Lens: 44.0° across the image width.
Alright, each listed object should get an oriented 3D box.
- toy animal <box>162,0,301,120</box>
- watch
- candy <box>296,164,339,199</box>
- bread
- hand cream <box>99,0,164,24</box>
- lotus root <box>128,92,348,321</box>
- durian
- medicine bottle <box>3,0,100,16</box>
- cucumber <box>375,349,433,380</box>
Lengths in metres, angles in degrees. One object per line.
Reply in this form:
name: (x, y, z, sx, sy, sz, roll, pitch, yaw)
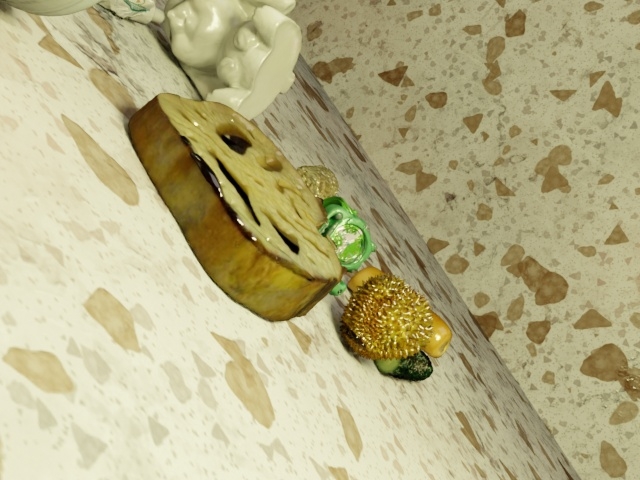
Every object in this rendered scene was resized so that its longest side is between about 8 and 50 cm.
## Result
toy animal: (-0.185, -0.378, 1.513, 0.265, 0.271, 0.206, 34, 18, 19)
watch: (0.000, 0.000, 1.393, 0.131, 0.165, 0.152, 46, -10, -30)
candy: (-0.011, -0.127, 1.816, 0.095, 0.085, 0.110, 50, 20, 24)
bread: (0.159, 0.136, 1.569, 0.239, 0.074, 0.092, 39, 4, 26)
hand cream: (-0.347, -0.425, 1.346, 0.257, 0.050, 0.084, 11, 66, -69)
lotus root: (-0.115, -0.063, 1.141, 0.375, 0.111, 0.390, 46, 17, -27)
durian: (0.113, 0.132, 1.334, 0.158, 0.168, 0.137, 9, -46, 48)
medicine bottle: (-0.345, -0.396, 0.817, 0.245, 0.245, 0.306, 58, 14, 19)
cucumber: (0.176, 0.238, 1.535, 0.067, 0.067, 0.293, 59, 12, 23)
